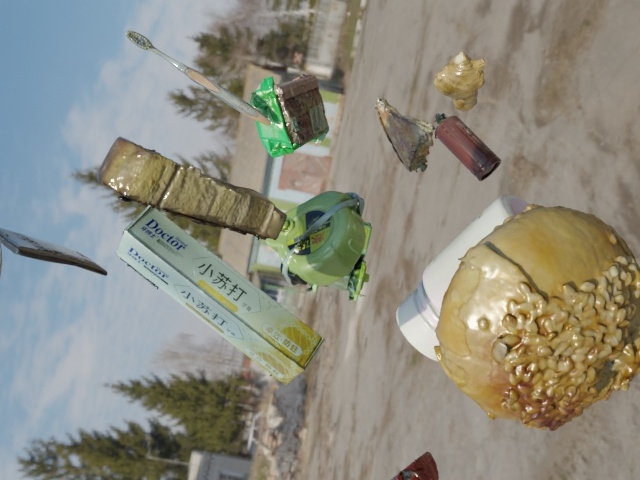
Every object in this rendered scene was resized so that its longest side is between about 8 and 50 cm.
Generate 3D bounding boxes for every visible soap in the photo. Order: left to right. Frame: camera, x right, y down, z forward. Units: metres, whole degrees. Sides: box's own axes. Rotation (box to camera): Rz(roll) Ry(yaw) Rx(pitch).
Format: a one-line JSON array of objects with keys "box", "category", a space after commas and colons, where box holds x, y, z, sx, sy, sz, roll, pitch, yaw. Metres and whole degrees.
[{"box": [-0.067, -0.321, 1.759, 0.273, 0.098, 0.218, -44, -60, -62], "category": "soap"}]

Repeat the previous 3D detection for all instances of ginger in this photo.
[{"box": [0.273, -0.304, 1.367, 0.165, 0.096, 0.067, 77, -172, -65], "category": "ginger"}]

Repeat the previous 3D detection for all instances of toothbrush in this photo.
[{"box": [-0.271, -0.364, 1.557, 0.028, 0.375, 0.037, -58, 18, 5], "category": "toothbrush"}]

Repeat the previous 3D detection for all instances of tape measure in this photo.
[{"box": [0.000, 0.000, 1.260, 0.106, 0.200, 0.175, 44, -155, -46], "category": "tape measure"}]

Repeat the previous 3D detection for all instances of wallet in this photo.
[{"box": [-0.587, 0.026, 1.500, 0.244, 0.124, 0.025, 28, -91, -57], "category": "wallet"}]

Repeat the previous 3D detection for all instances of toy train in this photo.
[{"box": [0.052, 0.046, 1.758, 0.272, 0.159, 0.188, 91, -168, -76], "category": "toy train"}]

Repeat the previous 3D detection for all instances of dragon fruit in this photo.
[{"box": [0.183, 0.465, 1.327, 0.097, 0.063, 0.131, -42, -21, 6], "category": "dragon fruit"}]

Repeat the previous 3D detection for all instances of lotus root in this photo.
[{"box": [-0.192, -0.074, 0.976, 0.170, 0.260, 0.074, 24, 94, 42], "category": "lotus root"}]

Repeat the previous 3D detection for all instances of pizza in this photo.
[{"box": [0.186, -0.220, 1.391, 0.185, 0.052, 0.195, 59, 169, -14], "category": "pizza"}]

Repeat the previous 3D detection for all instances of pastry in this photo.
[{"box": [0.297, 0.104, 0.862, 0.184, 0.315, 0.285, 31, 100, 48], "category": "pastry"}]

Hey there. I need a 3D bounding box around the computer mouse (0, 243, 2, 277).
[{"box": [-0.474, 0.007, 0.894, 0.138, 0.086, 0.270, -85, -5, -56], "category": "computer mouse"}]

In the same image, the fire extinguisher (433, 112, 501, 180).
[{"box": [0.443, -0.310, 2.165, 0.104, 0.269, 0.105, -37, -17, -14], "category": "fire extinguisher"}]

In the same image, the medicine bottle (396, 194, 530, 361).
[{"box": [0.273, 0.074, 1.182, 0.293, 0.170, 0.170, -49, 18, 28], "category": "medicine bottle"}]

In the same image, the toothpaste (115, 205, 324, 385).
[{"box": [-0.143, 0.078, 0.975, 0.071, 0.313, 0.089, -53, 2, -35], "category": "toothpaste"}]
